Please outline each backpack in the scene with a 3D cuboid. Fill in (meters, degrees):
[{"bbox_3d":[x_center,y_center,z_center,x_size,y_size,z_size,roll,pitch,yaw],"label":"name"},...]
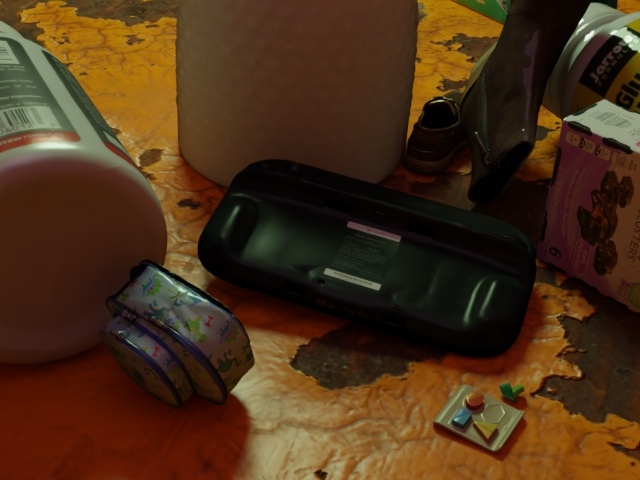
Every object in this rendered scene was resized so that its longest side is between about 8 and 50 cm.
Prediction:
[{"bbox_3d":[-0.117,0.087,0.852,0.114,0.105,0.084,25,62,26],"label":"backpack"}]

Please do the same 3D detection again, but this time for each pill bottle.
[{"bbox_3d":[-0.297,-0.069,0.968,0.210,0.210,0.363,-14,37,-23],"label":"pill bottle"},{"bbox_3d":[0.390,-0.139,1.148,0.187,0.188,0.334,-15,38,-25],"label":"pill bottle"}]

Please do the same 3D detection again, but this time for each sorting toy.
[{"bbox_3d":[0.139,0.139,0.872,0.062,0.012,0.083,21,38,25],"label":"sorting toy"}]

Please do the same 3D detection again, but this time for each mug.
[{"bbox_3d":[-0.022,-0.281,1.198,0.276,0.328,0.374,5,34,2],"label":"mug"}]

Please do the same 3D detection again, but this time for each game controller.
[{"bbox_3d":[0.046,0.012,1.002,0.319,0.067,0.166,16,54,11],"label":"game controller"}]

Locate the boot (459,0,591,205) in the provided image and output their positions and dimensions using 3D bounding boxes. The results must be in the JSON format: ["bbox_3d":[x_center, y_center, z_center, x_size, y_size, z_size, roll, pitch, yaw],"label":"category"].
[{"bbox_3d":[0.231,-0.177,1.121,0.090,0.248,0.207,18,49,-14],"label":"boot"}]

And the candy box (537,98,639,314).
[{"bbox_3d":[0.314,-0.018,0.984,0.070,0.165,0.196,-26,44,-36],"label":"candy box"}]

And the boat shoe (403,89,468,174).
[{"bbox_3d":[0.151,-0.143,1.247,0.064,0.060,0.178,16,36,18],"label":"boat shoe"}]

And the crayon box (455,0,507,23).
[{"bbox_3d":[0.270,-0.446,1.687,0.165,0.081,0.278,-21,41,-31],"label":"crayon box"}]

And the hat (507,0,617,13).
[{"bbox_3d":[0.318,-0.357,1.526,0.208,0.173,0.183,-40,23,-9],"label":"hat"}]
